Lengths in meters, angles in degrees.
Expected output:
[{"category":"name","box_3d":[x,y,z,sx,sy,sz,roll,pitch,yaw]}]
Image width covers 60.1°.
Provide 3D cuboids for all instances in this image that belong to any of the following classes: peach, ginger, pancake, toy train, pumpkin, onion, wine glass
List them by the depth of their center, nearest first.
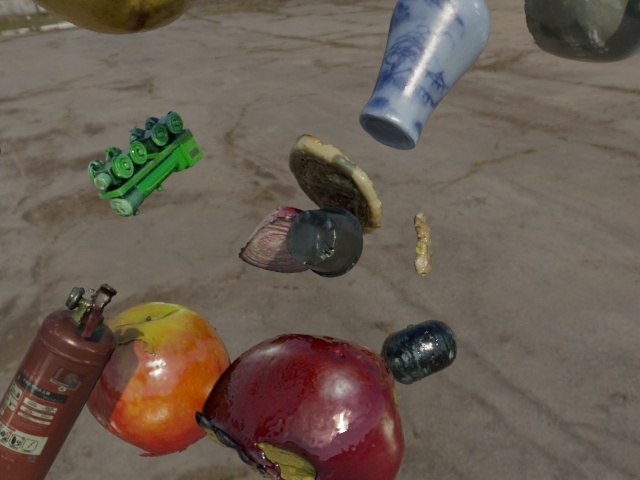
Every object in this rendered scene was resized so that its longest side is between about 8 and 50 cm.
[{"category":"wine glass","box_3d":[0.521,-0.414,0.914,0.237,0.238,0.323,-19,19,-25]},{"category":"toy train","box_3d":[-0.317,-0.144,1.019,0.084,0.119,0.251,-5,35,29]},{"category":"peach","box_3d":[-0.040,0.368,1.114,0.416,0.339,0.353,-18,39,10]},{"category":"peach","box_3d":[-0.381,0.335,1.318,0.369,0.371,0.370,-4,26,2]},{"category":"ginger","box_3d":[0.279,0.013,1.515,0.051,0.174,0.069,-12,-11,34]},{"category":"onion","box_3d":[-0.084,-0.013,1.521,0.247,0.250,0.111,18,49,-34]},{"category":"pancake","box_3d":[0.037,-0.145,1.530,0.356,0.356,0.065,22,62,43]},{"category":"pumpkin","box_3d":[0.295,0.330,1.658,0.232,0.163,0.233,-23,-14,-6]}]

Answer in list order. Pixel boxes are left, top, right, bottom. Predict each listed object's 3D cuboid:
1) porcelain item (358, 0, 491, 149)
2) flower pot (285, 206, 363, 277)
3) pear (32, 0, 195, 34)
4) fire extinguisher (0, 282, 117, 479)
[{"category":"porcelain item","box_3d":[0.147,-0.256,0.770,0.141,0.141,0.259,18,77,39]},{"category":"flower pot","box_3d":[0.000,0.000,1.178,0.157,0.158,0.106,10,1,29]},{"category":"pear","box_3d":[-0.275,-0.416,0.694,0.313,0.315,0.314,-4,26,2]},{"category":"fire extinguisher","box_3d":[-0.361,0.194,0.752,0.106,0.337,0.147,27,5,-22]}]
